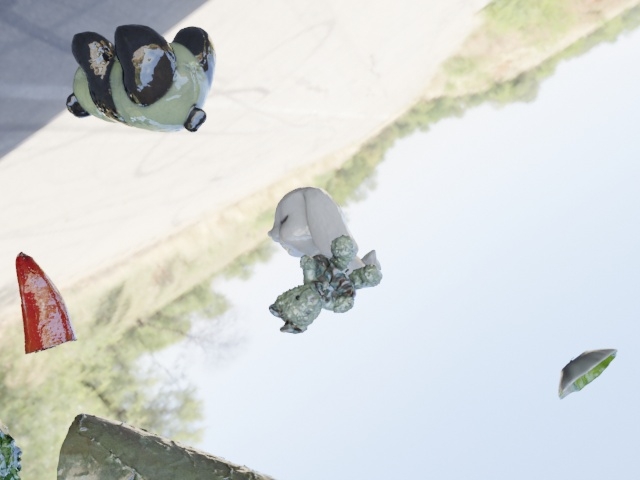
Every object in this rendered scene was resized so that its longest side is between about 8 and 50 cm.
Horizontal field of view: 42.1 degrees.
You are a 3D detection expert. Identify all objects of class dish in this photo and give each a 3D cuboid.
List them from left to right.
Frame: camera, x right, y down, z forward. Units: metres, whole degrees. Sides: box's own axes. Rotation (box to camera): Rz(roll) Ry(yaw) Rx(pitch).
[{"bbox_3d":[0.438,0.217,1.403,0.137,0.039,0.091,-22,146,-30],"label":"dish"}]

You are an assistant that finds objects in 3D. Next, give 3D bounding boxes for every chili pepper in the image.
[{"bbox_3d":[-0.468,0.098,1.377,0.088,0.169,0.064,-19,-178,-44],"label":"chili pepper"}]

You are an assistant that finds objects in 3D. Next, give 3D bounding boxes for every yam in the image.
[{"bbox_3d":[-0.218,0.359,1.170,0.168,0.304,0.168,-161,-90,-87],"label":"yam"}]

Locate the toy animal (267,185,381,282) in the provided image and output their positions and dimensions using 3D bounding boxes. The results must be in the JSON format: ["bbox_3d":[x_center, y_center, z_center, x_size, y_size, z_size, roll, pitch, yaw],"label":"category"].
[{"bbox_3d":[0.000,0.000,1.914,0.205,0.265,0.272,-27,171,-7],"label":"toy animal"}]

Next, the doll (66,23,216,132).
[{"bbox_3d":[-0.238,-0.211,1.085,0.234,0.135,0.143,10,-165,40],"label":"doll"}]

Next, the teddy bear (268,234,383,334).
[{"bbox_3d":[-0.001,0.087,1.541,0.213,0.133,0.111,-38,179,-5],"label":"teddy bear"}]

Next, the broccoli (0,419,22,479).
[{"bbox_3d":[-0.546,0.363,1.179,0.265,0.245,0.294,-37,156,23],"label":"broccoli"}]
